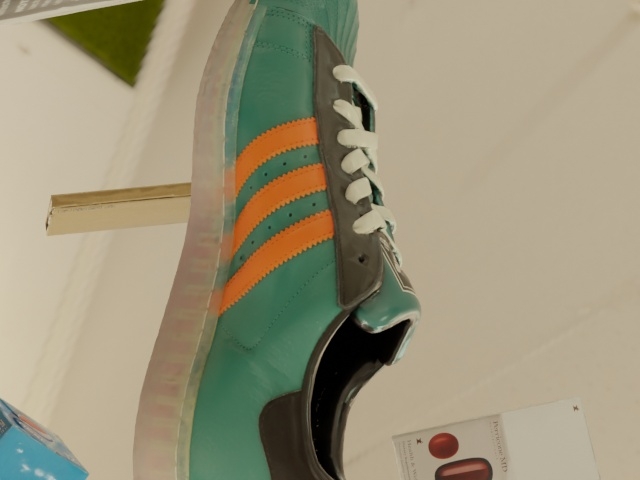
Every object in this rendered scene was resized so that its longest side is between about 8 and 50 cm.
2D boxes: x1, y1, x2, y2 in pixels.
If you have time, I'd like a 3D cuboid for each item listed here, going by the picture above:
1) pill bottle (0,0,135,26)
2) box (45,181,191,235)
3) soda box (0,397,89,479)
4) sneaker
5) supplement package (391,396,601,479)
[{"bbox_3d":[-0.165,-0.200,0.689,0.318,0.176,0.176,-19,180,-36],"label":"pill bottle"},{"bbox_3d":[-0.249,-0.040,1.718,0.164,0.201,0.021,141,-58,-71],"label":"box"},{"bbox_3d":[-0.251,0.207,0.876,0.210,0.071,0.067,-52,-146,-5],"label":"soda box"},{"bbox_3d":[0.000,0.000,0.670,0.121,0.108,0.302,4,-105,22],"label":"sneaker"},{"bbox_3d":[0.221,0.311,1.649,0.203,0.149,0.194,-24,-105,49],"label":"supplement package"}]
